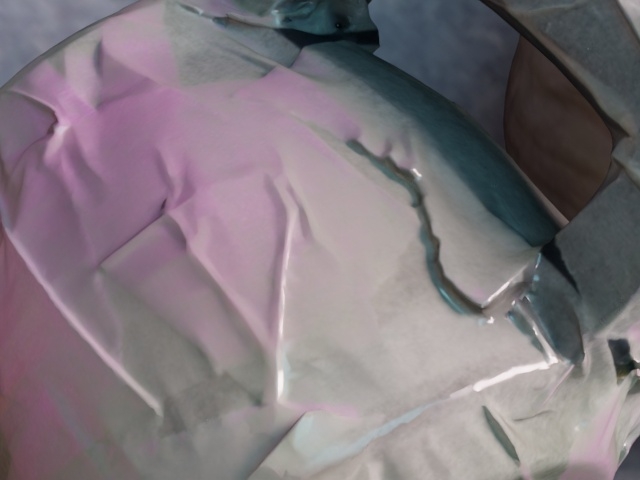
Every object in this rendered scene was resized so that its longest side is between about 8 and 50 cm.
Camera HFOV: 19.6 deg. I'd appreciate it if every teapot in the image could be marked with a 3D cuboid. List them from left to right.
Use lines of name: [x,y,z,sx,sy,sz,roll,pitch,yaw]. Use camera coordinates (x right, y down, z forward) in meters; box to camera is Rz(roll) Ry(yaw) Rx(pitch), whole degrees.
teapot: [-0.012,0.005,0.474,0.163,0.221,0.178,-17,61,-33]

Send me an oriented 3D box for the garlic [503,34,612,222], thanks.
garlic: [0.199,-0.076,0.558,0.322,0.322,0.241,-31,67,-29]
